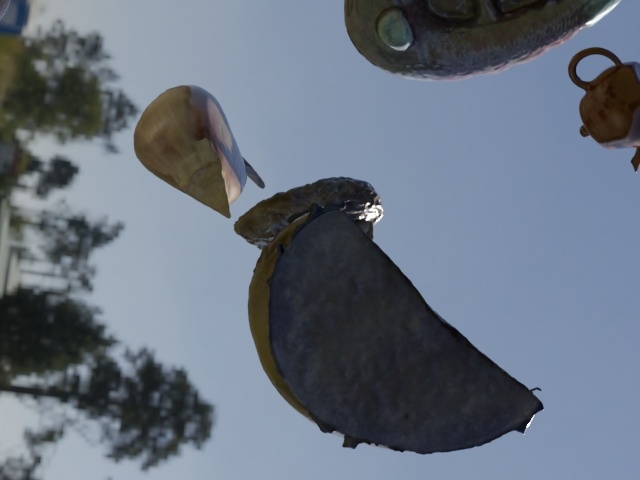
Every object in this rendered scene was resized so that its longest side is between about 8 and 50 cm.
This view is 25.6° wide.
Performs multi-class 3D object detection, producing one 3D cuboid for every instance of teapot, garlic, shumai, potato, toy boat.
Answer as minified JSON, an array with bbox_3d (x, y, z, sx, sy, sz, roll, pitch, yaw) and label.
[{"bbox_3d":[0.371,-0.166,1.779,0.116,0.173,0.116,-35,-169,8],"label":"teapot"},{"bbox_3d":[-0.136,-0.111,1.652,0.266,0.129,0.148,-34,117,-71],"label":"garlic"},{"bbox_3d":[0.000,0.000,1.833,0.161,0.209,0.153,-38,-111,40],"label":"shumai"},{"bbox_3d":[0.036,0.090,1.078,0.138,0.243,0.098,-48,-168,-11],"label":"potato"},{"bbox_3d":[0.128,-0.205,1.146,0.085,0.227,0.155,-86,157,-63],"label":"toy boat"}]

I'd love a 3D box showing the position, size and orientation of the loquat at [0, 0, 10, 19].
[{"bbox_3d":[-0.431,-0.293,1.504,0.208,0.208,0.208,-171,-90,-77],"label":"loquat"}]
